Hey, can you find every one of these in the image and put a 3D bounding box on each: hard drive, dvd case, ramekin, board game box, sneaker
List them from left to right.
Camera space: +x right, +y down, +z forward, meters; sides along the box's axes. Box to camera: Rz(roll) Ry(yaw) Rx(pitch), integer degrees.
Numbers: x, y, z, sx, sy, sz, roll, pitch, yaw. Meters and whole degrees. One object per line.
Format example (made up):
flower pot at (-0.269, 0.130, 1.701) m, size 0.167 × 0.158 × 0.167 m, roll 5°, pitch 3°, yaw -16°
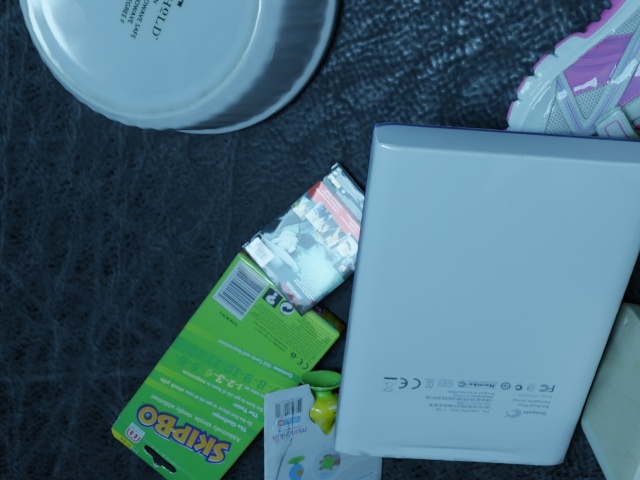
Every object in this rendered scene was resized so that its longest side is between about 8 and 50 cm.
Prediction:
ramekin at (-0.127, -0.216, 0.757) m, size 0.273 × 0.127 × 0.272 m, roll 5°, pitch 107°, yaw 15°
board game box at (-0.099, 0.141, 0.906) m, size 0.124 × 0.039 × 0.259 m, roll 39°, pitch 110°, yaw 3°
dvd case at (0.000, 0.000, 0.830) m, size 0.119 × 0.013 × 0.087 m, roll -41°, pitch 89°, yaw 7°
hard drive at (0.130, 0.059, 0.735) m, size 0.210 × 0.040 × 0.318 m, roll 4°, pitch 126°, yaw -3°
sneaker at (0.237, -0.118, 0.679) m, size 0.111 × 0.103 × 0.252 m, roll 47°, pitch 115°, yaw 21°

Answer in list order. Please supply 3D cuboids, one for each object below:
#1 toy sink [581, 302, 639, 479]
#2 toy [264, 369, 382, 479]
toy sink at (0.347, 0.147, 0.702) m, size 0.234 × 0.153 × 0.131 m, roll 15°, pitch 105°, yaw 1°
toy at (-0.006, 0.235, 0.881) m, size 0.056 × 0.137 × 0.237 m, roll 29°, pitch 121°, yaw 52°
